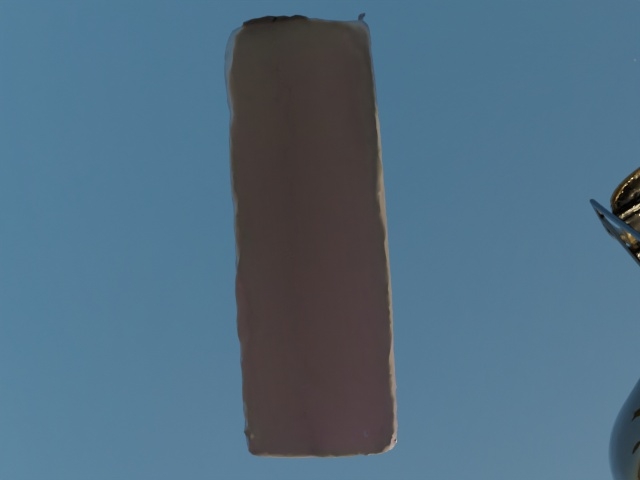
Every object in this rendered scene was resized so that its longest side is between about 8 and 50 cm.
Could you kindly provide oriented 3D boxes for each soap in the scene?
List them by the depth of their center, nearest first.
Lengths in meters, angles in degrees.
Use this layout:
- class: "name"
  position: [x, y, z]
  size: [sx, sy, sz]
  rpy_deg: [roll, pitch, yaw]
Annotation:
- class: "soap"
  position: [0.000, 0.000, 0.721]
  size: [0.107, 0.296, 0.285]
  rpy_deg: [-5, -91, 3]

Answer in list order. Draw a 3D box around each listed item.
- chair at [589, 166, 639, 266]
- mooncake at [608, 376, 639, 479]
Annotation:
- class: "chair"
  position: [0.443, -0.034, 1.150]
  size: [0.159, 0.247, 0.172]
  rpy_deg: [-30, -57, 6]
- class: "mooncake"
  position: [0.442, 0.059, 0.747]
  size: [0.262, 0.467, 0.467]
  rpy_deg: [29, -72, 19]
